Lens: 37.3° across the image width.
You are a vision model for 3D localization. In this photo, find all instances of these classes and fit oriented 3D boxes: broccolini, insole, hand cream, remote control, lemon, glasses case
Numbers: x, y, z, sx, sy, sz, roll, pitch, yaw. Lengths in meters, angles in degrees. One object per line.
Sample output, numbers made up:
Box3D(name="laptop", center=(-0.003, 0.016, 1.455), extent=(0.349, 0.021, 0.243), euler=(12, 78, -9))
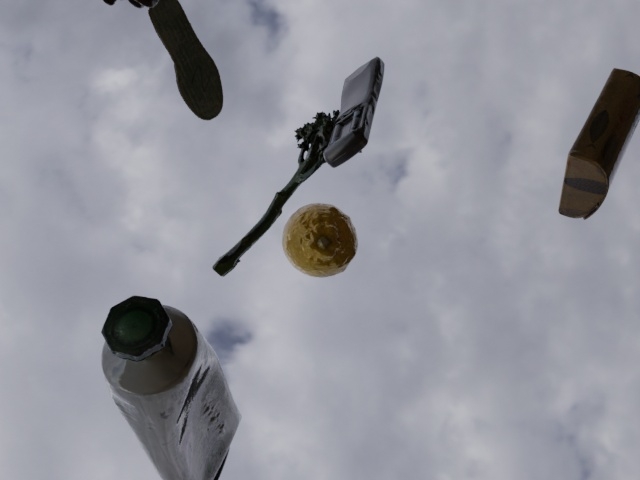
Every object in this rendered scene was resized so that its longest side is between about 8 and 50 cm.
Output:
Box3D(name="broccolini", center=(-0.049, -0.056, 1.168), extent=(0.254, 0.071, 0.057), euler=(-49, -44, 3))
Box3D(name="insole", center=(-0.177, -0.243, 1.274), extent=(0.064, 0.004, 0.188), euler=(-35, -54, -15))
Box3D(name="hand cream", center=(-0.122, 0.152, 0.842), extent=(0.336, 0.076, 0.121), euler=(80, -147, -57))
Box3D(name="remote control", center=(0.041, -0.151, 1.083), extent=(0.028, 0.059, 0.212), euler=(43, -150, -19))
Box3D(name="lemon", center=(0.000, 0.000, 1.407), extent=(0.114, 0.155, 0.114), euler=(-1, -82, -6))
Box3D(name="glasses case", center=(0.262, -0.090, 0.866), extent=(0.170, 0.041, 0.065), euler=(-52, -29, -45))

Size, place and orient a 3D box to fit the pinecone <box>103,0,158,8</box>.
Box3D(name="pinecone", center=(-0.184, -0.344, 0.950), extent=(0.207, 0.207, 0.208), euler=(6, -99, -40))
